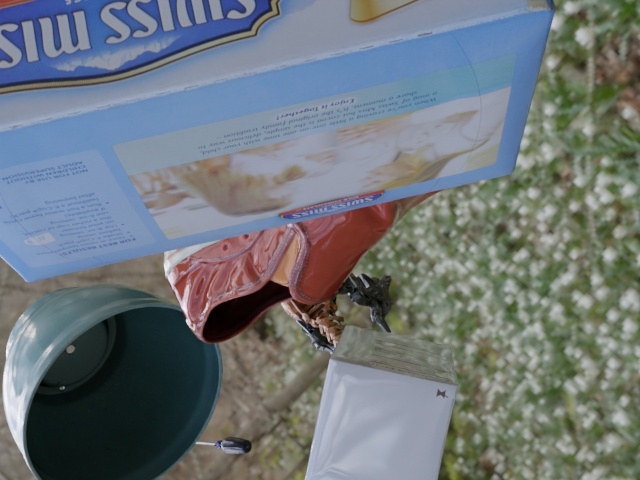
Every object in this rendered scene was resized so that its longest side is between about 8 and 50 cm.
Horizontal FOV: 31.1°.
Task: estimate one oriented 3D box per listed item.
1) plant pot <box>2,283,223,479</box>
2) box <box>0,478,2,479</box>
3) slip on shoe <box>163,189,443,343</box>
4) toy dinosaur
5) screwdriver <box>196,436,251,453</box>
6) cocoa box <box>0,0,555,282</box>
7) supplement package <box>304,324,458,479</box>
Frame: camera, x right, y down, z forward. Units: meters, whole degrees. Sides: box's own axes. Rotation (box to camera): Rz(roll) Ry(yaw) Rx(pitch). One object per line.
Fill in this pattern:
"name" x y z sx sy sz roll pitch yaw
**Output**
"plant pot" -0.309 0.179 1.567 0.196 0.293 0.293 31 166 44
"box" -0.499 0.342 1.105 0.215 0.345 0.168 3 153 43
"slip on shoe" 0.000 0.000 0.969 0.123 0.331 0.101 5 -116 -52
"toy dinosaur" -0.008 0.091 1.814 0.218 0.164 0.322 39 -146 -39
"screwdriver" -0.160 0.298 1.672 0.170 0.025 0.024 -11 126 44
"cocoa box" -0.063 -0.141 0.701 0.231 0.347 0.228 78 180 -71
"supplement package" 0.070 0.185 1.262 0.134 0.139 0.244 12 -176 4
